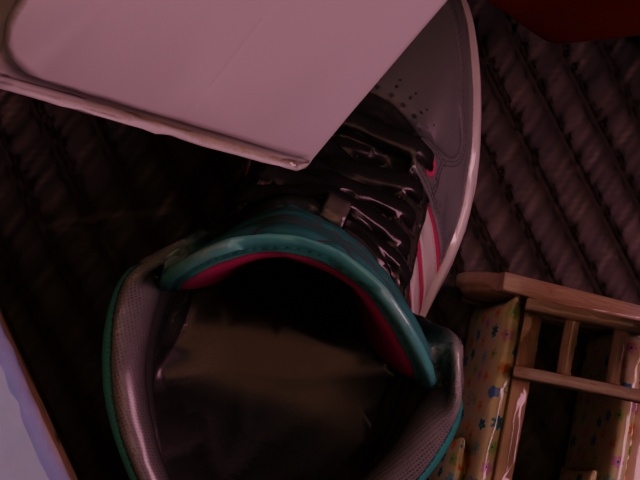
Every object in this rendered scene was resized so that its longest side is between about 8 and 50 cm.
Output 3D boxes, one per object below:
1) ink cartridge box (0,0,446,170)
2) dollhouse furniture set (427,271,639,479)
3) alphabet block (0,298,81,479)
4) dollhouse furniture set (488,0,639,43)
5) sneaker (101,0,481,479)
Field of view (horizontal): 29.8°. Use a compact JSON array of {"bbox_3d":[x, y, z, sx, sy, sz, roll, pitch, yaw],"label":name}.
[{"bbox_3d":[-0.044,-0.210,0.386,0.129,0.223,0.307,14,36,-46],"label":"ink cartridge box"},{"bbox_3d":[0.101,0.105,0.476,0.101,0.161,0.182,14,79,-9],"label":"dollhouse furniture set"},{"bbox_3d":[-0.200,0.051,0.404,0.192,0.197,0.193,-23,87,-13],"label":"alphabet block"},{"bbox_3d":[0.155,-0.103,0.441,0.262,0.259,0.135,25,78,-34],"label":"dollhouse furniture set"},{"bbox_3d":[0.000,0.000,0.456,0.124,0.178,0.295,16,79,0],"label":"sneaker"}]
